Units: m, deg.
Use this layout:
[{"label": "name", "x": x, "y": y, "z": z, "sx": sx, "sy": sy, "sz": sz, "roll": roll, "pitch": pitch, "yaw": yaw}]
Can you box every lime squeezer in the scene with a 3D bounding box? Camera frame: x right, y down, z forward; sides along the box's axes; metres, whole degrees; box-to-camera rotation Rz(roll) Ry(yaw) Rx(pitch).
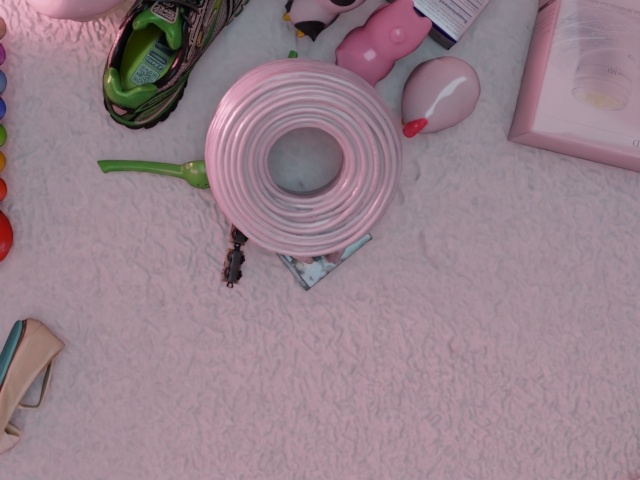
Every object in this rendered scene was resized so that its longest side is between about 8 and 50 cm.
[{"label": "lime squeezer", "x": -0.140, "y": -0.136, "z": 1.708, "sx": 0.310, "sy": 0.059, "sz": 0.110, "roll": -31, "pitch": 62, "yaw": -3}]

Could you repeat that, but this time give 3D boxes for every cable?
[{"label": "cable", "x": -0.023, "y": -0.105, "z": 1.634, "sx": 0.257, "sy": 0.089, "sz": 0.257, "roll": 31, "pitch": 104, "yaw": -12}]

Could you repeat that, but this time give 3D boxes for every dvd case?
[{"label": "dvd case", "x": 0.000, "y": 0.000, "z": 1.730, "sx": 0.119, "sy": 0.013, "sz": 0.087, "roll": -38, "pitch": 93, "yaw": -3}]

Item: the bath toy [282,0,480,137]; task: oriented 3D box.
[{"label": "bath toy", "x": 0.060, "y": -0.270, "z": 1.679, "sx": 0.348, "sy": 0.151, "sz": 0.129, "roll": 45, "pitch": 65, "yaw": -11}]

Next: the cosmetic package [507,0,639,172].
[{"label": "cosmetic package", "x": 0.398, "y": -0.222, "z": 1.709, "sx": 0.224, "sy": 0.138, "sz": 0.224, "roll": 13, "pitch": 90, "yaw": -5}]

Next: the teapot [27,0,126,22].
[{"label": "teapot", "x": -0.277, "y": -0.396, "z": 1.561, "sx": 0.187, "sy": 0.256, "sz": 0.252, "roll": -16, "pitch": 107, "yaw": -33}]

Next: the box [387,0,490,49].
[{"label": "box", "x": 0.174, "y": -0.355, "z": 1.721, "sx": 0.126, "sy": 0.072, "sz": 0.137, "roll": 39, "pitch": 85, "yaw": -4}]

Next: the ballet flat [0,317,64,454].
[{"label": "ballet flat", "x": -0.416, "y": 0.224, "z": 1.661, "sx": 0.086, "sy": 0.086, "sz": 0.248, "roll": 29, "pitch": 86, "yaw": -4}]

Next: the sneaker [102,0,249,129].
[{"label": "sneaker", "x": -0.176, "y": -0.305, "z": 1.651, "sx": 0.134, "sy": 0.146, "sz": 0.343, "roll": 25, "pitch": 86, "yaw": -4}]

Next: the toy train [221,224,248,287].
[{"label": "toy train", "x": -0.111, "y": -0.014, "z": 1.709, "sx": 0.027, "sy": 0.036, "sz": 0.158, "roll": 13, "pitch": 86, "yaw": -22}]

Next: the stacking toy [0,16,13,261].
[{"label": "stacking toy", "x": -0.467, "y": -0.125, "z": 1.639, "sx": 0.141, "sy": 0.141, "sz": 0.330, "roll": -5, "pitch": 96, "yaw": -5}]
